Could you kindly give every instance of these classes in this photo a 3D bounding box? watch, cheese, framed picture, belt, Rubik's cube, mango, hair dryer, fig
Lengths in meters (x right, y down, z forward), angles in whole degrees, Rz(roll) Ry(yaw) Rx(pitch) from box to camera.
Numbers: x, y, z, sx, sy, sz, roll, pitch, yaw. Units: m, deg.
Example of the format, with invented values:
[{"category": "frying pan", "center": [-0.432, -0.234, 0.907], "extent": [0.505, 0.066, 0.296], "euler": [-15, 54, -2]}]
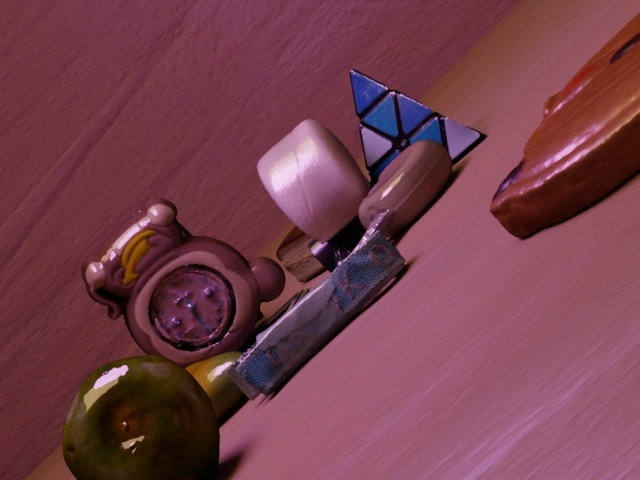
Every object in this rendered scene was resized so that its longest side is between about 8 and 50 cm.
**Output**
[{"category": "watch", "center": [-0.267, 0.077, 2.337], "extent": [0.314, 0.335, 0.327], "euler": [-45, 14, -2]}, {"category": "cheese", "center": [0.113, -0.054, 1.978], "extent": [0.163, 0.082, 0.286], "euler": [-40, 8, 48]}, {"category": "framed picture", "center": [-0.138, 0.204, 2.246], "extent": [0.273, 0.016, 0.216], "euler": [-43, 6, 22]}, {"category": "belt", "center": [-0.009, 0.106, 1.721], "extent": [0.302, 0.072, 0.087], "euler": [-44, 3, 13]}, {"category": "Rubik's cube", "center": [0.200, -0.159, 2.251], "extent": [0.234, 0.284, 0.250], "euler": [-20, -51, -53]}, {"category": "mango", "center": [-0.185, 0.243, 1.932], "extent": [0.137, 0.091, 0.237], "euler": [-55, 10, -31]}, {"category": "hair dryer", "center": [0.044, 0.014, 2.101], "extent": [0.124, 0.071, 0.219], "euler": [-43, 12, 12]}, {"category": "fig", "center": [-0.222, 0.269, 1.619], "extent": [0.206, 0.206, 0.275], "euler": [-46, -16, -13]}]

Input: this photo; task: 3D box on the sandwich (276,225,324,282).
[{"category": "sandwich", "center": [0.000, 0.000, 2.343], "extent": [0.096, 0.094, 0.258], "euler": [-53, 10, -27]}]

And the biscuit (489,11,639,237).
[{"category": "biscuit", "center": [0.347, -0.182, 1.317], "extent": [0.349, 0.078, 0.455], "euler": [-36, 10, 38]}]

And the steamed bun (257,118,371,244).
[{"category": "steamed bun", "center": [-0.013, -0.111, 2.144], "extent": [0.146, 0.164, 0.242], "euler": [-41, 13, 9]}]
